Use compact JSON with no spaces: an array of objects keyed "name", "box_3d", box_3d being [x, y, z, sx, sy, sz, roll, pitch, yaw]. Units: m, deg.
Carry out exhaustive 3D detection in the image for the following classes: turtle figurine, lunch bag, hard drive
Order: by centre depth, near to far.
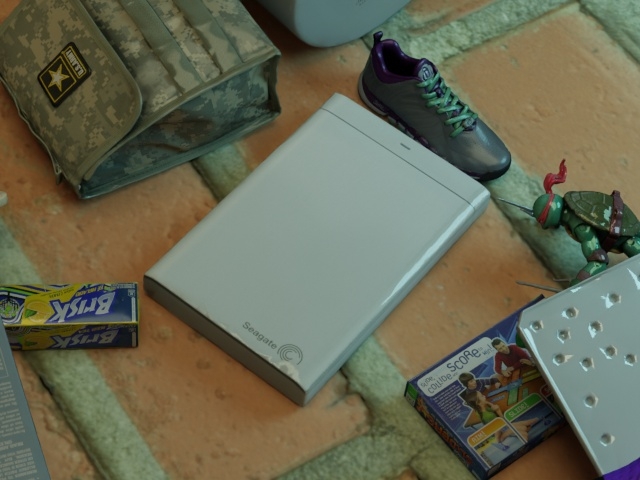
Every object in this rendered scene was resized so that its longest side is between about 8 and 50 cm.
[{"name":"turtle figurine","box_3d":[0.316,0.001,1.951,0.234,0.118,0.175,18,42,-4]},{"name":"hard drive","box_3d":[0.000,0.000,1.972,0.233,0.047,0.353,35,60,17]},{"name":"lunch bag","box_3d":[-0.226,-0.204,2.021,0.287,0.169,0.235,-29,66,-14]}]

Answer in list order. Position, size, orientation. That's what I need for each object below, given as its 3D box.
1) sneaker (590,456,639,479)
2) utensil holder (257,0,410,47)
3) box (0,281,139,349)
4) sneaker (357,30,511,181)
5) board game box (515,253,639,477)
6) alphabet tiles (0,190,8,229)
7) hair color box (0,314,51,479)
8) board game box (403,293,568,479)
[{"name":"sneaker","box_3d":[0.225,0.280,1.689,0.293,0.102,0.146,-44,83,1]},{"name":"utensil holder","box_3d":[-0.042,-0.476,2.128,0.328,0.327,0.385,-34,66,-25]},{"name":"box","box_3d":[-0.282,0.083,1.877,0.169,0.059,0.054,-2,58,-7]},{"name":"sneaker","box_3d":[0.136,-0.159,2.063,0.224,0.098,0.083,36,60,18]},{"name":"board game box","box_3d":[0.451,0.179,1.833,0.390,0.050,0.390,-24,77,-20]},{"name":"alphabet tiles","box_3d":[-0.487,-0.017,1.850,0.284,0.021,0.278,9,25,35]},{"name":"hair color box","box_3d":[-0.325,0.254,1.678,0.114,0.185,0.374,-13,58,-17]},{"name":"board game box","box_3d":[0.211,0.160,1.890,0.201,0.035,0.136,-30,64,-23]}]
